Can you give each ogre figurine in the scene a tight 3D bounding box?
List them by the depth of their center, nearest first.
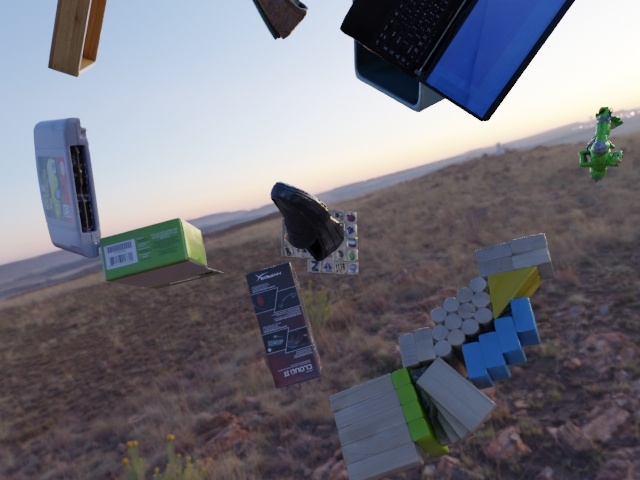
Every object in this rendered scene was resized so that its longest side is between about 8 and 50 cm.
[{"bbox_3d":[0.722,-0.234,1.295,0.096,0.118,0.197,18,-24,13],"label":"ogre figurine"}]

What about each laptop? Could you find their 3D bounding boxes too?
[{"bbox_3d":[0.211,-0.362,0.792,0.264,0.234,0.137,23,22,-27],"label":"laptop"}]

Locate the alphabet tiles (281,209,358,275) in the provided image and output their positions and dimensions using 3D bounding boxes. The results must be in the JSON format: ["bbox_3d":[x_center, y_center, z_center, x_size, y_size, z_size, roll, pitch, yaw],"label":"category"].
[{"bbox_3d":[0.000,0.000,1.475,0.237,0.198,0.009,5,-17,-20],"label":"alphabet tiles"}]

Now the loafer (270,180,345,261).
[{"bbox_3d":[-0.022,-0.024,0.813,0.076,0.078,0.223,27,-9,28],"label":"loafer"}]

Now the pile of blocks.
[{"bbox_3d":[0.175,0.157,0.613,0.362,0.113,0.149,-45,46,-4],"label":"pile of blocks"}]

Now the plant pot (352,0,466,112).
[{"bbox_3d":[0.235,-0.451,1.041,0.252,0.248,0.247,-23,42,-20],"label":"plant pot"}]

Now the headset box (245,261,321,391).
[{"bbox_3d":[-0.080,0.211,1.208,0.110,0.293,0.218,-16,-5,-2],"label":"headset box"}]

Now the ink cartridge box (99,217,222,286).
[{"bbox_3d":[-0.360,0.041,1.177,0.188,0.097,0.255,-14,-11,4],"label":"ink cartridge box"}]

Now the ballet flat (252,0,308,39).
[{"bbox_3d":[-0.114,-0.498,0.878,0.106,0.108,0.316,-31,-32,10],"label":"ballet flat"}]

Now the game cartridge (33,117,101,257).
[{"bbox_3d":[-0.561,-0.117,1.109,0.060,0.295,0.196,-14,16,-42],"label":"game cartridge"}]

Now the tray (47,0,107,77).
[{"bbox_3d":[-0.561,-0.620,1.205,0.076,0.411,0.203,14,23,-17],"label":"tray"}]
